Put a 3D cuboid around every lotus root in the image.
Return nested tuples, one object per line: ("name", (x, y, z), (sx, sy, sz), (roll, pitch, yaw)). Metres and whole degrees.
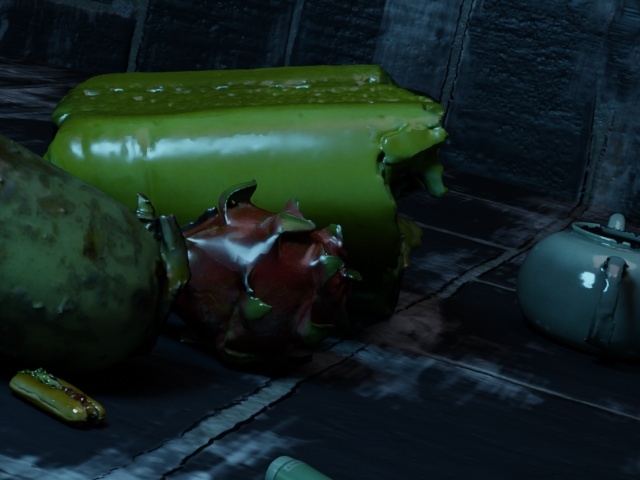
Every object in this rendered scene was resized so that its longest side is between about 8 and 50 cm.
("lotus root", (-0.246, -0.011, 1.088), (0.309, 0.173, 0.173), (34, 5, -16))

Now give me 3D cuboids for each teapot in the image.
("teapot", (0.312, 0.050, 1.623), (0.193, 0.129, 0.294), (14, 10, 9))

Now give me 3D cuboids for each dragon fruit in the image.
("dragon fruit", (-0.084, 0.028, 1.238), (0.236, 0.137, 0.135), (13, 47, 6))

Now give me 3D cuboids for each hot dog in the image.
("hot dog", (-0.180, 0.105, 1.020), (0.083, 0.021, 0.037), (21, 12, 34))

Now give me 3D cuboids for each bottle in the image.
("bottle", (-0.001, 0.160, 0.918), (0.030, 0.030, 0.083), (4, 13, -40))

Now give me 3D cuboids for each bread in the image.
("bread", (-0.077, -0.053, 1.402), (0.377, 0.208, 0.251), (1, 18, -1))

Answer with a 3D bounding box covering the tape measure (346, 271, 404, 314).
("tape measure", (0.000, 0.000, 1.584), (0.200, 0.106, 0.175), (12, 25, 8))
